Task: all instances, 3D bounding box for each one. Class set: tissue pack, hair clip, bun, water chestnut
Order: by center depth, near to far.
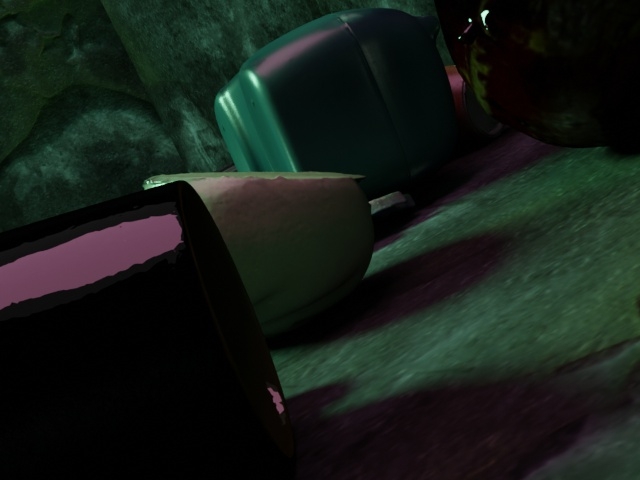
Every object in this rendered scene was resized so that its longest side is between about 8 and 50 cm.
[{"bbox_3d":[-0.047,0.010,0.807,0.173,0.120,0.173,0,3,0],"label":"bun"},{"bbox_3d":[0.251,-0.208,0.830,0.335,0.347,0.335,-41,-28,-27],"label":"water chestnut"},{"bbox_3d":[0.001,0.002,1.020,0.195,0.052,0.124,-21,1,-14],"label":"hair clip"},{"bbox_3d":[0.022,-0.124,1.165,0.206,0.198,0.287,-23,2,-12],"label":"tissue pack"}]

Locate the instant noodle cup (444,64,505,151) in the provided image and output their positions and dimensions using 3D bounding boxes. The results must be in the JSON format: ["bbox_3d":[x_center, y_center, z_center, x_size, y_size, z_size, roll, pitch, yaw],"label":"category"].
[{"bbox_3d":[0.135,-0.149,1.313,0.136,0.127,0.127,-9,18,41],"label":"instant noodle cup"}]

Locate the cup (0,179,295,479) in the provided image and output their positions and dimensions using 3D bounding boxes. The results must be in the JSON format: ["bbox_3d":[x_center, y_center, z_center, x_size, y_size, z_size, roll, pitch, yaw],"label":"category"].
[{"bbox_3d":[-0.120,0.061,0.564,0.177,0.166,0.239,-22,9,2],"label":"cup"}]
